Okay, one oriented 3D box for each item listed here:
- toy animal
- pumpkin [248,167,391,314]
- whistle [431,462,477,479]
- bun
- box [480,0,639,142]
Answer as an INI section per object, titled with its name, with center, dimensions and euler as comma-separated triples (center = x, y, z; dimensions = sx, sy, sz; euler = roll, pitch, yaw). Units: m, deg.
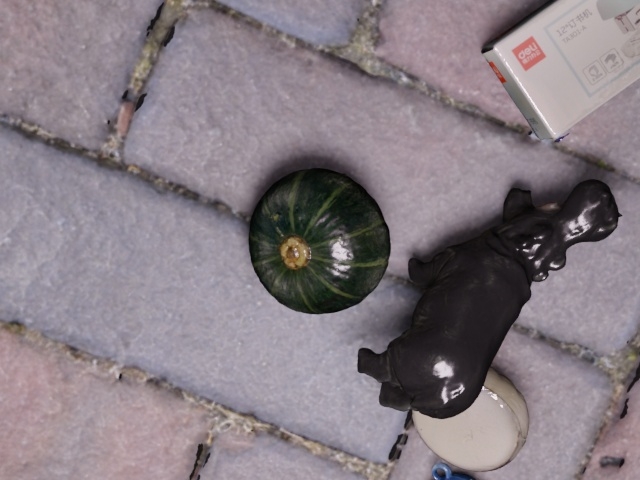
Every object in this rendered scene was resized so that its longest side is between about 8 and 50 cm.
[toy animal]
center = 0.183, 0.050, 1.616
dimensions = 0.343, 0.168, 0.106
euler = -49, 127, -15
[pumpkin]
center = -0.001, 0.001, 1.616
dimensions = 0.125, 0.167, 0.167
euler = -17, 100, -46
[whistle]
center = 0.167, 0.334, 1.688
dimensions = 0.090, 0.090, 0.158
euler = -24, 97, -1
[bun]
center = 0.182, 0.195, 1.675
dimensions = 0.138, 0.094, 0.138
euler = 11, 122, 18
[box]
center = 0.329, -0.239, 1.641
dimensions = 0.269, 0.079, 0.135
euler = -35, 97, 0
